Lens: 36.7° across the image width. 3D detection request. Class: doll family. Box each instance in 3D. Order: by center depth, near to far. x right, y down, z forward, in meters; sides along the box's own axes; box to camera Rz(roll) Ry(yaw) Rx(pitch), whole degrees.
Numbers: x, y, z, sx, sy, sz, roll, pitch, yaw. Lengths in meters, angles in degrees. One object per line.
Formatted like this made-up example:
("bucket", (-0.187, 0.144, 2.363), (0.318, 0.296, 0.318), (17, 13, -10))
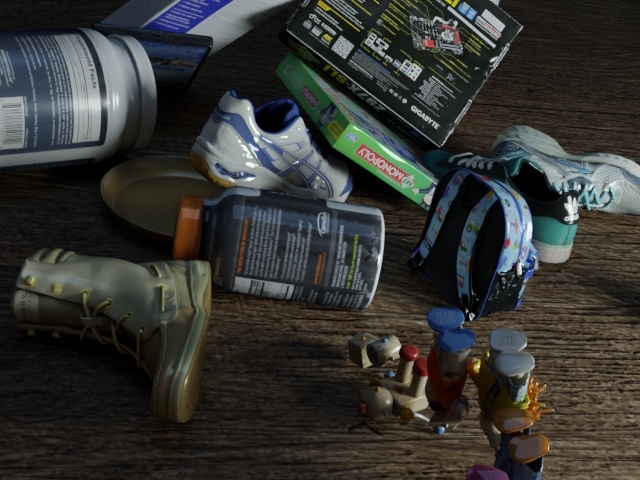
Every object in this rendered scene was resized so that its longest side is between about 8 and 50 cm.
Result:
("doll family", (0.169, 0.189, 0.882), (0.118, 0.163, 0.263), (-6, 51, -1))

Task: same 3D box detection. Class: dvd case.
("dvd case", (-0.284, -0.284, 1.543), (0.180, 0.022, 0.253), (3, -10, -18))

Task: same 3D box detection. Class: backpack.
("backpack", (0.208, -0.006, 1.249), (0.117, 0.173, 0.158), (-7, 34, -32))

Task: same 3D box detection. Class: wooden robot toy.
("wooden robot toy", (0.069, 0.154, 1.025), (0.079, 0.076, 0.173), (-19, 40, -27))

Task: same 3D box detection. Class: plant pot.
("plant pot", (-0.182, -0.050, 1.319), (0.236, 0.032, 0.236), (9, 29, -5))

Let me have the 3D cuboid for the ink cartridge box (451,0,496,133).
("ink cartridge box", (0.242, -0.382, 1.787), (0.131, 0.306, 0.226), (18, 28, 9))

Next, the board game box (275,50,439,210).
("board game box", (0.061, -0.175, 1.512), (0.213, 0.046, 0.317), (30, 16, -30))

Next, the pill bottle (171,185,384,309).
("pill bottle", (-0.054, 0.005, 1.170), (0.246, 0.130, 0.130), (9, 29, -7))

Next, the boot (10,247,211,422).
("boot", (-0.218, 0.087, 0.995), (0.203, 0.095, 0.262), (8, 28, -9))

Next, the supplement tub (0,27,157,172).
("supplement tub", (-0.385, -0.194, 1.327), (0.272, 0.191, 0.191), (-10, 36, -35))

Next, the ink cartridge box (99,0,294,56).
("ink cartridge box", (-0.202, -0.364, 1.550), (0.371, 0.069, 0.176), (-20, -17, 38))

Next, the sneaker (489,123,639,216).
("sneaker", (0.402, -0.083, 1.567), (0.283, 0.110, 0.122), (20, 47, 18))

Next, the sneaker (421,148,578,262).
("sneaker", (0.273, -0.088, 1.472), (0.108, 0.121, 0.302), (-16, 39, -39))

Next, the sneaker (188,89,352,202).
("sneaker", (-0.041, -0.127, 1.360), (0.296, 0.131, 0.112), (7, 25, -50))

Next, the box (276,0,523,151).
("box", (0.131, -0.340, 1.576), (0.322, 0.257, 0.079), (35, -10, -11))
